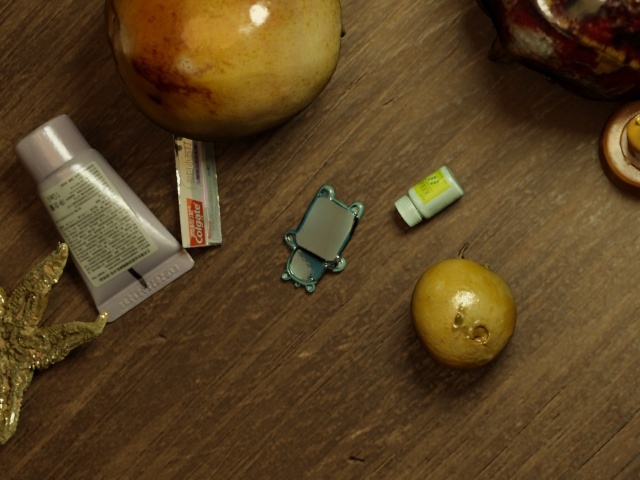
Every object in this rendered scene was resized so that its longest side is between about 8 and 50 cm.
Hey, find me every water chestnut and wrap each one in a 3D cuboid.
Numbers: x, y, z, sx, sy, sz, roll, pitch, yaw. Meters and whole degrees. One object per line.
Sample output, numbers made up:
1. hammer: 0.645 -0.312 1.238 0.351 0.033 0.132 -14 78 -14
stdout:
1. water chestnut: 0.306 -0.307 1.697 0.347 0.335 0.335 -35 78 40

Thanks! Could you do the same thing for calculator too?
1. calculator: 0.000 0.000 1.878 0.094 0.019 0.141 29 95 14

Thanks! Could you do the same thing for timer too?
1. timer: 0.402 -0.123 1.716 0.132 0.152 0.132 -1 86 14

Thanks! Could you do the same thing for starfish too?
1. starfish: -0.429 0.116 1.954 0.302 0.060 0.299 -27 77 19

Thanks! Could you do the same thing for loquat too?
1. loquat: 0.178 0.091 1.768 0.141 0.141 0.141 -1 87 14

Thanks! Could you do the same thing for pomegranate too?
1. pomegranate: -0.111 -0.270 1.796 0.319 0.319 0.319 -1 87 14

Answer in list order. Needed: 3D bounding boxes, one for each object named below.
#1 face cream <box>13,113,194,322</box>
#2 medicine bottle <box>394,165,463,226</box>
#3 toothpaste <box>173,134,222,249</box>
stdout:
1. face cream: -0.307 -0.038 1.928 0.154 0.096 0.274 -33 93 7
2. medicine bottle: 0.141 -0.056 1.831 0.083 0.047 0.047 -34 80 9
3. toothpaste: -0.168 -0.087 1.914 0.047 0.040 0.196 -6 86 16
